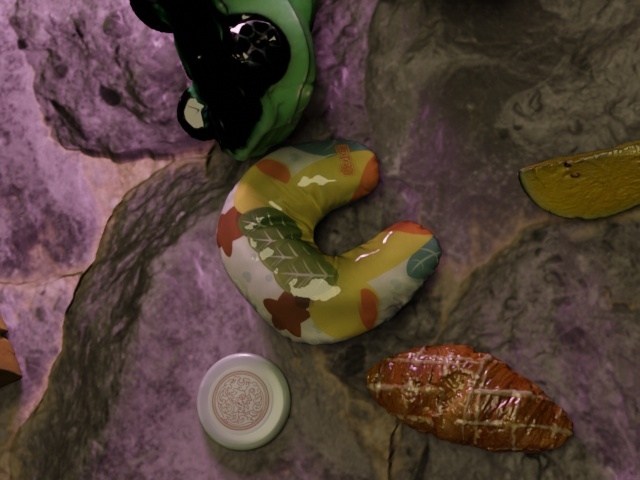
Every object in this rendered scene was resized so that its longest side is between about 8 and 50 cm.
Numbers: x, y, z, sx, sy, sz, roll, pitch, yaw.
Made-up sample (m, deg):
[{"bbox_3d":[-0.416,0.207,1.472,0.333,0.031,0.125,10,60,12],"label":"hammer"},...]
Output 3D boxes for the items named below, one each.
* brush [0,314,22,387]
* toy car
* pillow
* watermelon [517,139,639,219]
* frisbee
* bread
[{"bbox_3d":[-0.409,0.104,1.845,0.047,0.233,0.103,-26,76,8],"label":"brush"},{"bbox_3d":[-0.092,-0.279,1.858,0.176,0.213,0.359,-17,77,-24],"label":"toy car"},{"bbox_3d":[0.000,0.000,1.842,0.214,0.086,0.233,-32,70,-4],"label":"pillow"},{"bbox_3d":[0.302,-0.062,1.764,0.181,0.092,0.075,-13,90,4],"label":"watermelon"},{"bbox_3d":[-0.086,0.179,1.859,0.110,0.014,0.110,-3,79,15],"label":"frisbee"},{"bbox_3d":[0.154,0.165,1.767,0.233,0.076,0.105,16,86,16],"label":"bread"}]
